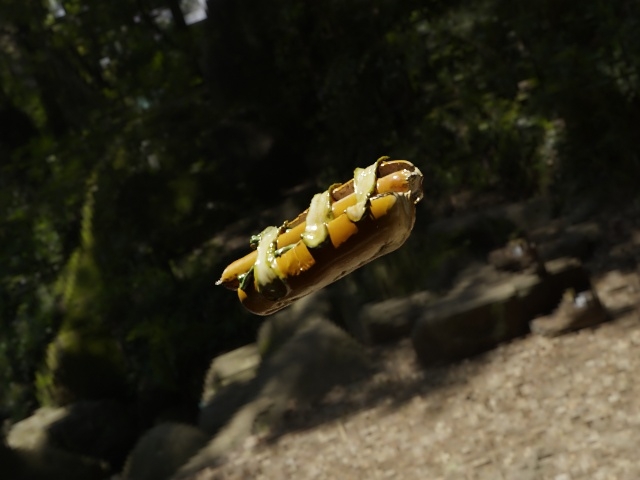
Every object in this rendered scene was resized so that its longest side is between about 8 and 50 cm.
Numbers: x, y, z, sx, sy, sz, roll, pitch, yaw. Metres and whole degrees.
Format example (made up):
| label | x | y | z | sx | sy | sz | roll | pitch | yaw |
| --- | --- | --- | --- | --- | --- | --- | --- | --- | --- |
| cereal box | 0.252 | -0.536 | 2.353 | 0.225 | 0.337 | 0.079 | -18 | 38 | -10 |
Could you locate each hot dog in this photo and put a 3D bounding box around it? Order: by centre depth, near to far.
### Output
| label | x | y | z | sx | sy | sz | roll | pitch | yaw |
| --- | --- | --- | --- | --- | --- | --- | --- | --- | --- |
| hot dog | 0.000 | 0.000 | 1.258 | 0.269 | 0.072 | 0.109 | -31 | 24 | 32 |
